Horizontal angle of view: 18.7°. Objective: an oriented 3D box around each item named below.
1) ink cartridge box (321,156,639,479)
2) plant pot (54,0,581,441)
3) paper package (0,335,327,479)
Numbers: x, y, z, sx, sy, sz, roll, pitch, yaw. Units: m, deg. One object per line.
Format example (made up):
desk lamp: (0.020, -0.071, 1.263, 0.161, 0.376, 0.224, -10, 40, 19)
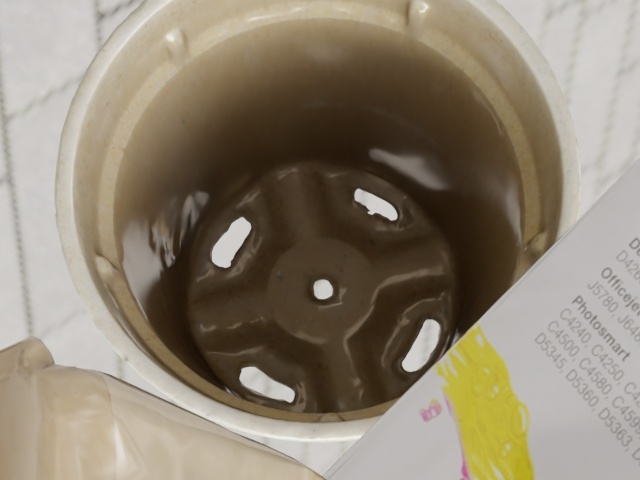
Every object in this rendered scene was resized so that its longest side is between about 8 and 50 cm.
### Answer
ink cartridge box: (0.127, 0.140, 0.669, 0.270, 0.197, 0.198, -47, 139, 11)
plant pot: (0.000, 0.000, 1.371, 0.334, 0.334, 0.305, -44, 169, -10)
paper package: (-0.132, 0.232, 0.455, 0.309, 0.325, 0.168, -22, 145, 23)
